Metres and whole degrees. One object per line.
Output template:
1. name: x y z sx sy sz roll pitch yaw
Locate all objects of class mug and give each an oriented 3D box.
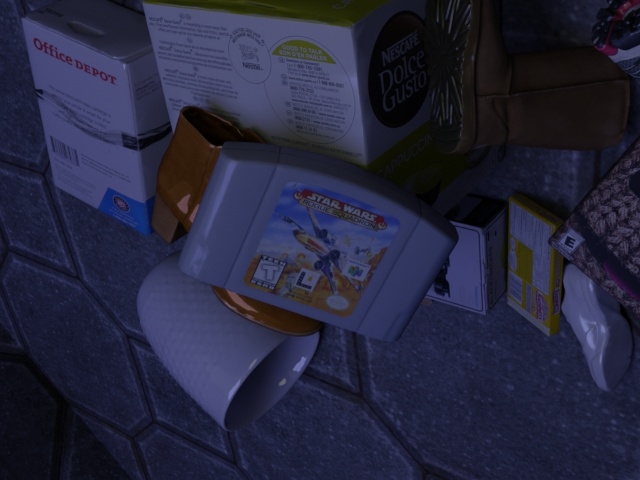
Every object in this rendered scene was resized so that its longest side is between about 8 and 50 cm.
1. mug: -0.203 0.198 1.767 0.328 0.276 0.374 39 170 21

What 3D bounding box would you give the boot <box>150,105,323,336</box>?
1. boot: -0.088 -0.022 1.064 0.295 0.104 0.211 36 134 7

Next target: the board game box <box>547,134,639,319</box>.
1. board game box: 0.470 -0.040 1.024 0.232 0.141 0.291 41 140 11

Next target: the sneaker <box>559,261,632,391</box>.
1. sneaker: 0.410 0.126 1.273 0.094 0.080 0.212 9 119 53

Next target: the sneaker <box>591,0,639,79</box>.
1. sneaker: 0.446 -0.278 0.903 0.112 0.121 0.299 31 145 -24

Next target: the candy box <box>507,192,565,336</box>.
1. candy box: 0.327 0.038 1.277 0.105 0.027 0.206 42 147 49

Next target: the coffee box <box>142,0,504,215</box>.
1. coffee box: 0.022 -0.213 1.151 0.338 0.337 0.334 17 131 34

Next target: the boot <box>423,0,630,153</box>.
1. boot: 0.256 -0.220 1.009 0.089 0.269 0.236 29 123 57

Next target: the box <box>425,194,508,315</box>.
1. box: 0.164 0.000 1.381 0.290 0.087 0.169 15 129 36

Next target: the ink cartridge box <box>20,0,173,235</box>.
1. ink cartridge box: -0.405 -0.250 1.653 0.285 0.166 0.395 27 136 25

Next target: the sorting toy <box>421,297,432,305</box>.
1. sorting toy: 0.184 0.085 1.485 0.083 0.012 0.062 14 124 40

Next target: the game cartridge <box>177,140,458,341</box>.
1. game cartridge: 0.000 0.000 0.989 0.297 0.062 0.198 19 126 -11
